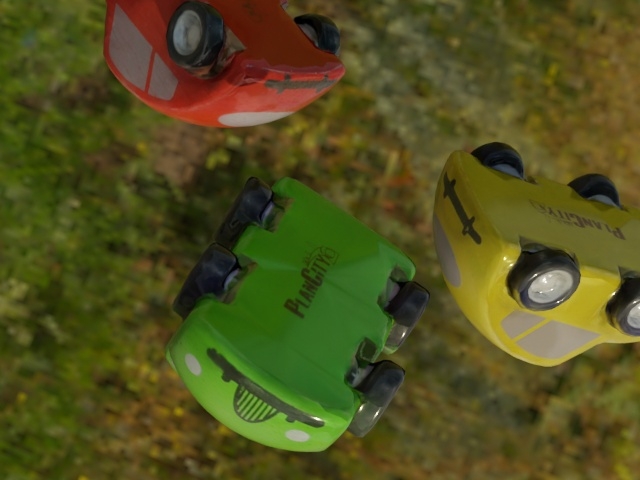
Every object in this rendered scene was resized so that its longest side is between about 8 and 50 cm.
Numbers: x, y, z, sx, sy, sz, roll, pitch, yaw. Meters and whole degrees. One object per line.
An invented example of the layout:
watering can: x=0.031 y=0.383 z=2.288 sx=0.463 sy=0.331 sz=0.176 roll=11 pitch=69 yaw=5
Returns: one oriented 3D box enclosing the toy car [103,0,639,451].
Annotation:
toy car: x=0.000 y=0.000 z=0.571 sx=0.053 sy=0.239 sz=0.225 roll=-55 pitch=-177 yaw=29
